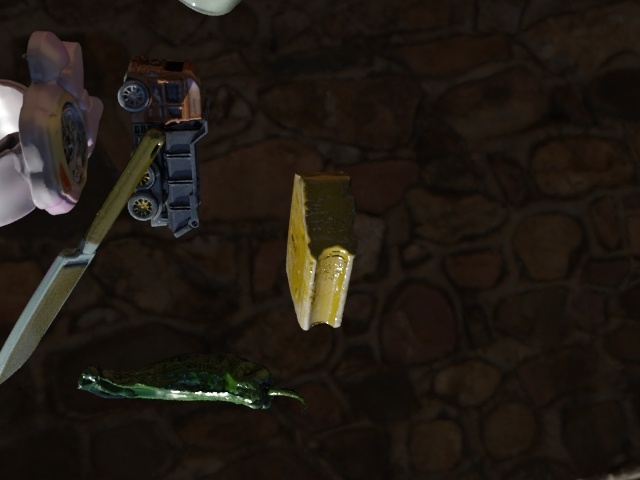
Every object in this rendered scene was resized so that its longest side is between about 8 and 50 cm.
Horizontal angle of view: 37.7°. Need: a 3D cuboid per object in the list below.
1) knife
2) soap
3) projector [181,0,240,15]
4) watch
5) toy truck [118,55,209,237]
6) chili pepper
[{"bbox_3d":[-0.267,0.021,0.995,0.343,0.027,0.061,-56,168,12],"label":"knife"},{"bbox_3d":[0.000,0.000,1.441,0.080,0.160,0.257,-6,139,-11],"label":"soap"},{"bbox_3d":[-0.159,-0.536,1.434,0.249,0.249,0.248,-49,-173,43],"label":"projector"},{"bbox_3d":[-0.419,-0.140,1.216,0.218,0.248,0.210,-4,138,3],"label":"watch"},{"bbox_3d":[-0.168,-0.105,1.033,0.092,0.192,0.083,-2,-157,-4],"label":"toy truck"},{"bbox_3d":[-0.147,0.171,1.149,0.279,0.065,0.122,0,-175,7],"label":"chili pepper"}]
